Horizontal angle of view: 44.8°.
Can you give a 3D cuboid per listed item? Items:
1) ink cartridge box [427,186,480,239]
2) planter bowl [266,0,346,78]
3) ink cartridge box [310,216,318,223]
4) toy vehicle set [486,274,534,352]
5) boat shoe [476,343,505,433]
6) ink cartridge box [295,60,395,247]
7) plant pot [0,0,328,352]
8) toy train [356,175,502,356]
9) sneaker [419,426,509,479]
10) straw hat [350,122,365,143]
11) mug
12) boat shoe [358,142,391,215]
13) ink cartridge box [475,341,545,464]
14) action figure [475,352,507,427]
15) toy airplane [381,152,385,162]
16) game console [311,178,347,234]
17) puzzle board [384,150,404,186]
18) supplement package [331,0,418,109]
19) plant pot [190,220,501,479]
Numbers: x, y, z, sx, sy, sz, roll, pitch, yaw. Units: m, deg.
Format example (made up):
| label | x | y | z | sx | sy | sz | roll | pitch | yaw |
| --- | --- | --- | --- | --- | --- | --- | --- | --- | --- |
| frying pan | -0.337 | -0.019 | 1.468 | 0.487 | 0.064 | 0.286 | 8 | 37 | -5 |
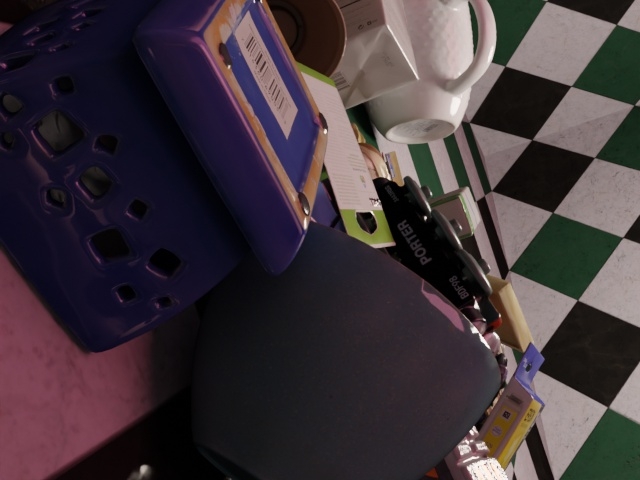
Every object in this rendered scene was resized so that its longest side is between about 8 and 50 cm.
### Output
| label | x | y | z | sx | sy | sz | roll | pitch | yaw |
| --- | --- | --- | --- | --- | --- | --- | --- | --- | --- |
| ink cartridge box | 0.250 | -0.043 | 1.661 | 0.093 | 0.154 | 0.212 | 68 | 17 | -5 |
| planter bowl | -0.055 | -0.304 | 1.143 | 0.162 | 0.162 | 0.109 | 62 | -5 | -27 |
| ink cartridge box | -0.032 | 0.012 | 0.877 | 0.109 | 0.063 | 0.150 | 44 | -10 | -17 |
| toy vehicle set | 0.330 | 0.131 | 1.679 | 0.267 | 0.035 | 0.166 | 22 | -36 | 56 |
| boat shoe | 0.348 | 0.355 | 1.743 | 0.116 | 0.123 | 0.325 | 1 | 79 | -35 |
| ink cartridge box | -0.009 | -0.094 | 1.022 | 0.189 | 0.097 | 0.255 | -4 | 73 | -69 |
| plant pot | -0.126 | -0.087 | 0.627 | 0.236 | 0.212 | 0.236 | -77 | 145 | -55 |
| toy train | 0.167 | 0.043 | 1.189 | 0.190 | 0.142 | 0.334 | 53 | 5 | -48 |
| sneaker | 0.118 | 0.278 | 1.081 | 0.124 | 0.180 | 0.321 | 12 | 44 | -45 |
| straw hat | 0.049 | -0.185 | 1.439 | 0.144 | 0.061 | 0.145 | -18 | 90 | -72 |
| mug | 0.238 | -0.410 | 1.723 | 0.276 | 0.374 | 0.328 | 4 | 76 | -35 |
| boat shoe | 0.096 | -0.019 | 1.381 | 0.098 | 0.109 | 0.302 | -39 | 116 | -37 |
| ink cartridge box | 0.373 | 0.362 | 1.524 | 0.072 | 0.307 | 0.303 | 33 | 0 | 25 |
| action figure | 0.258 | 0.265 | 1.565 | 0.341 | 0.178 | 0.330 | 96 | -1 | -53 |
| toy airplane | 0.149 | -0.124 | 1.714 | 0.151 | 0.028 | 0.151 | -12 | 90 | -72 |
| game console | 0.000 | 0.000 | 1.139 | 0.386 | 0.060 | 0.342 | -55 | 125 | -68 |
| puzzle board | 0.166 | -0.131 | 1.705 | 0.096 | 0.011 | 0.128 | -29 | 104 | -70 |
| supplement package | 0.065 | -0.443 | 1.541 | 0.177 | 0.175 | 0.293 | 45 | 33 | -51 |
| plant pot | -0.008 | 0.144 | 0.723 | 0.195 | 0.290 | 0.290 | -55 | 133 | -24 |
